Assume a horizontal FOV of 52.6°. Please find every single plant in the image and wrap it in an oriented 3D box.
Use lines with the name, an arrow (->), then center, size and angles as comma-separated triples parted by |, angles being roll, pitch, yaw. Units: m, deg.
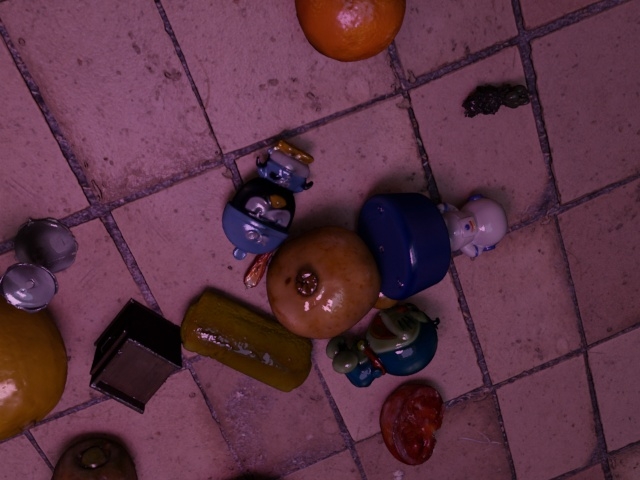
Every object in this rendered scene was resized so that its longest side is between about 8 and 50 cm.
plant -> 0.443, -0.355, 1.628 | 0.174, 0.087, 0.085 | -11, 144, -2

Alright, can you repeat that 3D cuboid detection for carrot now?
carrot -> -0.618, 0.715, 1.780 | 0.224, 0.224, 0.341 | 2, 118, -13

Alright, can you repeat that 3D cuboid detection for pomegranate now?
pomegranate -> 0.003, 0.101, 1.602 | 0.307, 0.307, 0.307 | -4, 113, -10

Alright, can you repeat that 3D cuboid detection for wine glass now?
wine glass -> -0.647, 0.058, 1.481 | 0.156, 0.232, 0.156 | -5, 114, -11

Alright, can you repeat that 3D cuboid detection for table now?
table -> -0.468, 0.289, 1.638 | 0.172, 0.193, 0.169 | 36, 102, -23

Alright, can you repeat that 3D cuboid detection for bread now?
bread -> -0.183, 0.271, 1.710 | 0.383, 0.112, 0.166 | 29, 72, -22

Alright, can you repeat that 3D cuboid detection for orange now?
orange -> 0.063, -0.511, 1.392 | 0.246, 0.246, 0.246 | -4, 113, -10

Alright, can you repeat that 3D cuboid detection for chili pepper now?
chili pepper -> -0.157, 0.056, 1.698 | 0.045, 0.027, 0.178 | 24, 106, -24

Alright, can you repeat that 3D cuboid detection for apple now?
apple -> 0.165, 0.131, 1.760 | 0.102, 0.099, 0.114 | -16, 118, -3

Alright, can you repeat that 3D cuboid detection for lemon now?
lemon -> -0.756, 0.295, 1.498 | 0.347, 0.348, 0.348 | -4, 113, -10

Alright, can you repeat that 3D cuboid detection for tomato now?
tomato -> 0.256, 0.538, 1.932 | 0.200, 0.139, 0.233 | 42, 65, -31

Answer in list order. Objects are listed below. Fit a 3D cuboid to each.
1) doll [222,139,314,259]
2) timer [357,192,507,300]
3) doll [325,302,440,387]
doll -> -0.131, -0.088, 1.581 | 0.177, 0.141, 0.314 | 25, 102, -25
timer -> 0.317, -0.016, 1.672 | 0.383, 0.270, 0.270 | -13, 115, -22
doll -> 0.186, 0.291, 1.776 | 0.321, 0.198, 0.186 | -26, 116, 1
